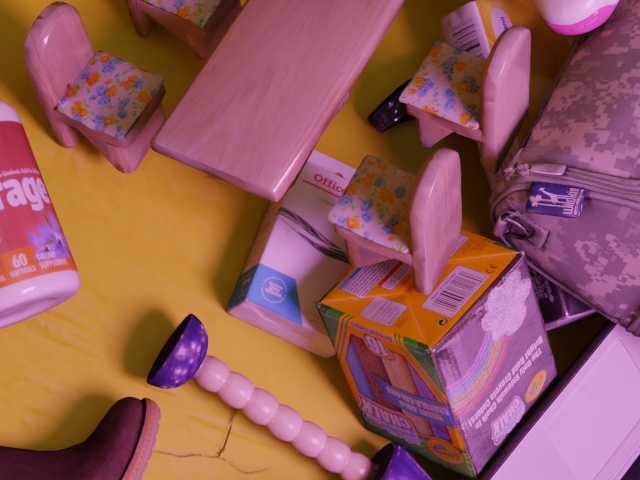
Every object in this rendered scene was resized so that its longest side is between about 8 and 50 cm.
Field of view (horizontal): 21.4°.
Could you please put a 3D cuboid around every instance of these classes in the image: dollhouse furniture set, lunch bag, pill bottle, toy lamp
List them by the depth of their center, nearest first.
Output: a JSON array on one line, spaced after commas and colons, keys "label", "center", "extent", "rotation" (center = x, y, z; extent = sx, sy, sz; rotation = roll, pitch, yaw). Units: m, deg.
[{"label": "pill bottle", "center": [-0.286, -0.039, 1.379], "extent": [0.121, 0.121, 0.216], "rotation": [-19, 83, -24]}, {"label": "dollhouse furniture set", "center": [0.004, -0.225, 1.389], "extent": [0.362, 0.256, 0.394], "rotation": [23, 64, 18]}, {"label": "toy lamp", "center": [-0.016, 0.166, 1.447], "extent": [0.274, 0.080, 0.080], "rotation": [32, 67, -9]}, {"label": "lunch bag", "center": [0.305, -0.073, 1.451], "extent": [0.256, 0.213, 0.305], "rotation": [25, 57, 6]}]

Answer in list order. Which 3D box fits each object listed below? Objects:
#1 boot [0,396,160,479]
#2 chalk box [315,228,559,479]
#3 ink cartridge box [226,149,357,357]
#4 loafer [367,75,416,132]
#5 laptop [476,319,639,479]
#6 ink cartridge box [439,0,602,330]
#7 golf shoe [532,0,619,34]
[{"label": "boot", "center": [-0.264, 0.184, 1.343], "extent": [0.207, 0.090, 0.248], "rotation": [36, 70, -10]}, {"label": "chalk box", "center": [0.109, 0.105, 1.459], "extent": [0.132, 0.132, 0.213], "rotation": [-45, 136, -27]}, {"label": "ink cartridge box", "center": [0.000, 0.000, 1.507], "extent": [0.104, 0.060, 0.180], "rotation": [25, 69, -12]}, {"label": "loafer", "center": [0.121, -0.137, 1.590], "extent": [0.170, 0.062, 0.061], "rotation": [-30, 90, -24]}, {"label": "laptop", "center": [0.372, 0.280, 1.461], "extent": [0.382, 0.236, 0.408], "rotation": [-47, 118, -25]}, {"label": "ink cartridge box", "center": [0.287, -0.093, 1.606], "extent": [0.307, 0.072, 0.304], "rotation": [-13, 82, -31]}, {"label": "golf shoe", "center": [0.206, -0.332, 1.451], "extent": [0.140, 0.115, 0.306], "rotation": [20, 70, -54]}]
